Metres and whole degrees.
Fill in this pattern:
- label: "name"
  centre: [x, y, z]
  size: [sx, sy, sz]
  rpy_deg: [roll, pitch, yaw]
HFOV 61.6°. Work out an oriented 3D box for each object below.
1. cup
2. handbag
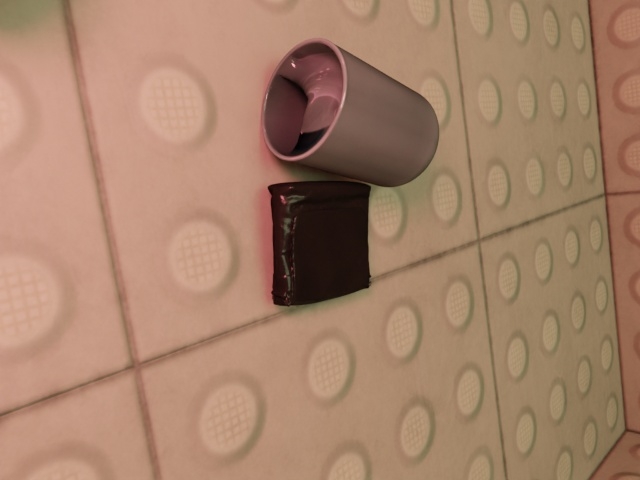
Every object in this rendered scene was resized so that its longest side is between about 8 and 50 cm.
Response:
- label: "cup"
  centre: [0.071, -0.213, 0.987]
  size: [0.312, 0.205, 0.206]
  rpy_deg: [11, 82, -44]
- label: "handbag"
  centre: [0.000, 0.000, 1.007]
  size: [0.246, 0.080, 0.223]
  rpy_deg: [-7, 101, -46]
